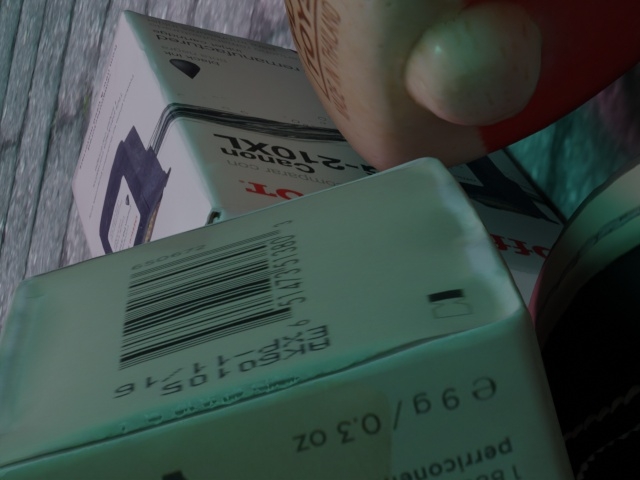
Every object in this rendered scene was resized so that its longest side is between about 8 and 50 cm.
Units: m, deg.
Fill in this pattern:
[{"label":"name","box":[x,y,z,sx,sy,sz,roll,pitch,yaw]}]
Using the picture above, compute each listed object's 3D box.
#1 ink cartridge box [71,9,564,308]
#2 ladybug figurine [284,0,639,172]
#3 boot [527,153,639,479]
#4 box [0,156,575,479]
[{"label":"ink cartridge box","box":[0.000,0.000,0.798,0.237,0.172,0.100,-119,44,-62]},{"label":"ladybug figurine","box":[0.059,-0.218,0.705,0.305,0.161,0.449,83,-177,-56]},{"label":"boot","box":[0.152,0.107,0.376,0.377,0.138,0.284,-29,52,59]},{"label":"box","box":[0.023,0.153,0.479,0.148,0.121,0.311,-106,0,-75]}]
